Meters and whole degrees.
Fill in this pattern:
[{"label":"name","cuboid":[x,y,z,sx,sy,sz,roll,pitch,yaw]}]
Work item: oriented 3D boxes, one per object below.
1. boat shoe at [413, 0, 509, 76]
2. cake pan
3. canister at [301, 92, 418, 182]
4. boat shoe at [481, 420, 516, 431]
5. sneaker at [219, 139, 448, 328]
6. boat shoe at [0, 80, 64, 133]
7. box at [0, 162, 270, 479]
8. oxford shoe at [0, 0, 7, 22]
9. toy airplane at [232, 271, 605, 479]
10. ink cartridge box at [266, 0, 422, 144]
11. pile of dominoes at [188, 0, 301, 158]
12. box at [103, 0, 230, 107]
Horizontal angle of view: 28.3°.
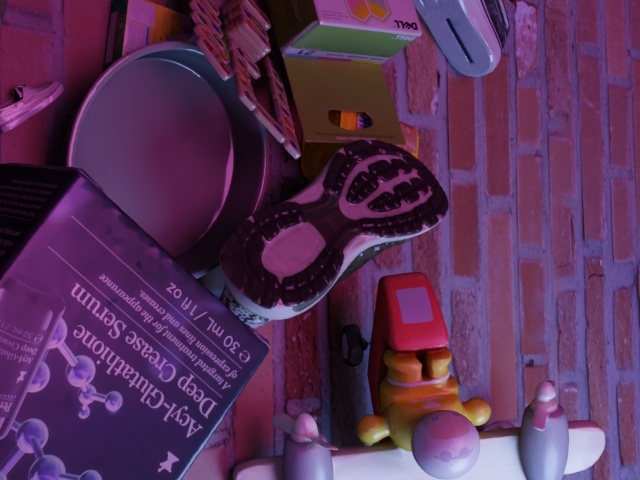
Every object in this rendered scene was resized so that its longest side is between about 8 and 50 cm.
[{"label":"boat shoe","cuboid":[0.194,-0.410,1.936,0.335,0.121,0.119,62,42,-35]},{"label":"cake pan","cuboid":[-0.190,-0.093,1.531,0.293,0.054,0.293,-8,103,-41]},{"label":"canister","cuboid":[0.060,-0.128,1.794,0.170,0.073,0.126,16,74,-44]},{"label":"boat shoe","cuboid":[0.211,0.361,1.887,0.267,0.096,0.088,-49,124,-25]},{"label":"sneaker","cuboid":[0.000,0.000,1.669,0.410,0.182,0.158,-29,78,-39]},{"label":"boat shoe","cuboid":[-0.336,-0.161,1.444,0.100,0.035,0.035,-41,117,-31]},{"label":"box","cuboid":[-0.299,0.164,1.273,0.293,0.212,0.395,45,69,-30]},{"label":"oxford shoe","cuboid":[-0.367,-0.400,1.376,0.132,0.130,0.364,-11,99,-56]},{"label":"toy airplane","cuboid":[0.135,0.285,1.661,0.384,0.272,0.386,41,80,-6]},{"label":"ink cartridge box","cuboid":[0.044,-0.264,1.705,0.188,0.097,0.255,-1,69,-40]},{"label":"pile of dominoes","cuboid":[-0.088,-0.237,1.580,0.196,0.040,0.251,46,17,-33]},{"label":"box","cuboid":[-0.184,-0.232,1.591,0.179,0.043,0.105,15,76,-40]}]
